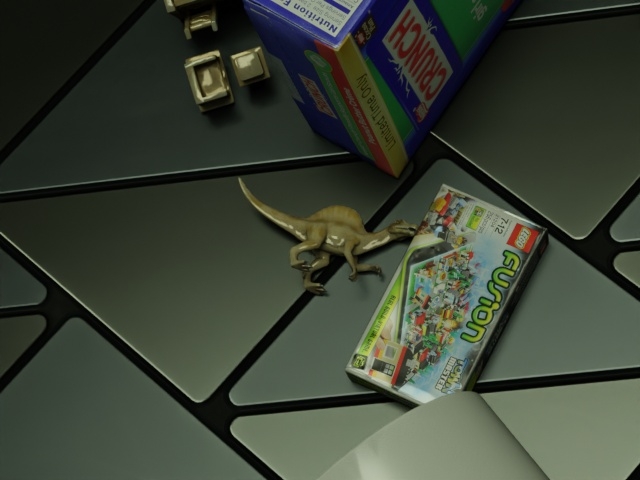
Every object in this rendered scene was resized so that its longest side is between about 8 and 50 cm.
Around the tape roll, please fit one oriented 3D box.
[{"bbox_3d":[0.092,0.268,1.576,0.246,0.246,0.169,-38,68,-5],"label":"tape roll"}]

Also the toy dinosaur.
[{"bbox_3d":[0.000,0.000,1.812,0.183,0.053,0.092,11,56,7],"label":"toy dinosaur"}]

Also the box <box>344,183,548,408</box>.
[{"bbox_3d":[0.120,0.060,1.764,0.114,0.036,0.207,23,75,18],"label":"box"}]

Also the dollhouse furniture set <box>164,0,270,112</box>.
[{"bbox_3d":[-0.057,-0.232,1.901,0.182,0.101,0.161,-16,92,4],"label":"dollhouse furniture set"}]

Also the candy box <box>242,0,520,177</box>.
[{"bbox_3d":[0.090,-0.260,1.768,0.122,0.268,0.317,32,79,24],"label":"candy box"}]
